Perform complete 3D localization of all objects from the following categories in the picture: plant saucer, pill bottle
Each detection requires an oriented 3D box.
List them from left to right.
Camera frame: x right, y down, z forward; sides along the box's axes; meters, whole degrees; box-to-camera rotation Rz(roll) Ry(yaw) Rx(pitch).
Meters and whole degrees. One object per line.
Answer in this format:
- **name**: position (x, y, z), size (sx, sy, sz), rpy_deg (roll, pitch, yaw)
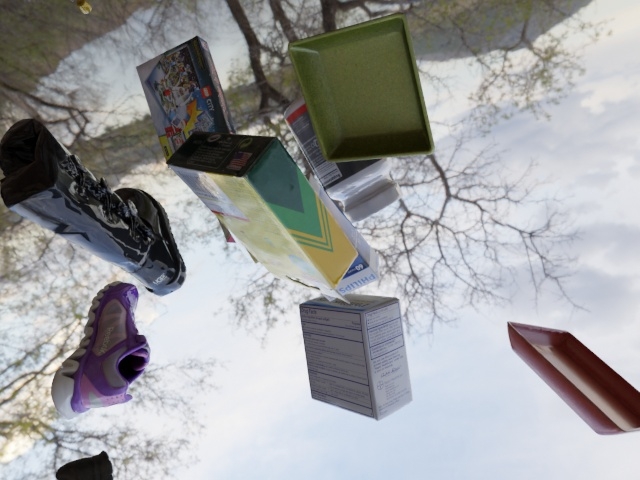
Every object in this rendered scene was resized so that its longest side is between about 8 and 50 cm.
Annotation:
- **pill bottle**: position (0.071, -0.244, 1.362), size (0.210, 0.363, 0.210), rpy_deg (-30, -176, 2)
- **plant saucer**: position (0.065, -0.210, 0.695), size (0.188, 0.188, 0.045), rpy_deg (2, -146, 36)
- **plant saucer**: position (0.495, 0.263, 0.919), size (0.259, 0.047, 0.258), rpy_deg (13, -154, -37)

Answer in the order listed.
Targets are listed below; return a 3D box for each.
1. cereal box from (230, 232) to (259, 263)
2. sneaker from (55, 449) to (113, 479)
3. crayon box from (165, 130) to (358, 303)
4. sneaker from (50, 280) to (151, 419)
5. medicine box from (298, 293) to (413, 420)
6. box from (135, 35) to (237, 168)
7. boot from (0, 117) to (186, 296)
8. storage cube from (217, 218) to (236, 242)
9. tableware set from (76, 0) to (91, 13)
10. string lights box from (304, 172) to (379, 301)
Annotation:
- **cereal box**: position (-0.208, -0.033, 1.264), size (0.047, 0.173, 0.240), rpy_deg (-31, -169, -12)
- **sneaker**: position (-0.521, 0.618, 1.066), size (0.130, 0.286, 0.109), rpy_deg (1, 162, -30)
- **crayon box**: position (-0.075, -0.033, 0.791), size (0.202, 0.318, 0.081), rpy_deg (15, -118, 42)
- **sneaker**: position (-0.301, 0.156, 0.732), size (0.105, 0.095, 0.236), rpy_deg (-2, -142, 0)
- **medicine box**: position (0.091, 0.302, 1.334), size (0.149, 0.289, 0.263), rpy_deg (-11, -175, -40)
- **box**: position (-0.281, -0.287, 1.036), size (0.159, 0.233, 0.044), rpy_deg (-19, 178, 15)
- **boot**: position (-0.500, -0.094, 1.063), size (0.146, 0.445, 0.367), rpy_deg (-42, -122, -3)
- **storage cube**: position (-0.262, -0.111, 1.839), size (0.193, 0.215, 0.183), rpy_deg (4, -136, -38)
- **tableware set**: position (-0.413, -0.498, 0.919), size (0.154, 0.104, 0.024), rpy_deg (-55, 172, -2)
- **string lights box**: position (0.000, 0.000, 1.013), size (0.133, 0.259, 0.076), rpy_deg (-28, -149, 24)
